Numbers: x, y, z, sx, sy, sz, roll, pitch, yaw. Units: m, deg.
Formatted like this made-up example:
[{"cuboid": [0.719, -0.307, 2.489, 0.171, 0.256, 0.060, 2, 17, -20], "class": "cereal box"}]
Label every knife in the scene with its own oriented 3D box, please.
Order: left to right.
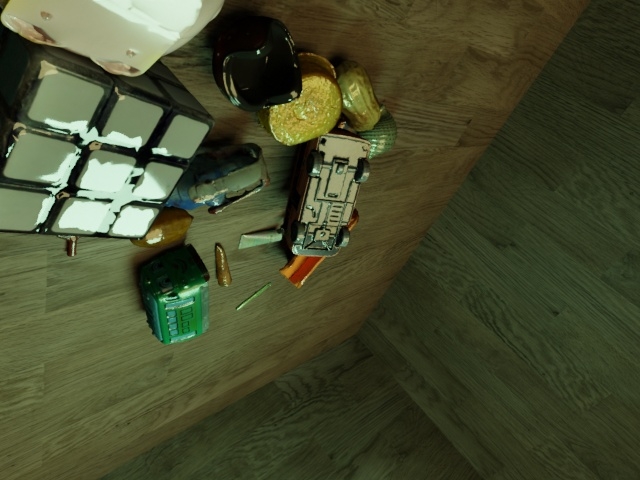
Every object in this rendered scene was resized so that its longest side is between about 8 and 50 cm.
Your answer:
[{"cuboid": [-0.314, 0.265, 1.942, 0.207, 0.014, 0.030, -38, 152, -15], "class": "knife"}]

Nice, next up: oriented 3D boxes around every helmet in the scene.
[{"cuboid": [-0.148, -0.409, 0.957, 0.216, 0.193, 0.189, -51, 148, -3], "class": "helmet"}]

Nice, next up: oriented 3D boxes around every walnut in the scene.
[{"cuboid": [-0.452, -0.041, 1.181, 0.207, 0.115, 0.116, -28, 151, -45], "class": "walnut"}]

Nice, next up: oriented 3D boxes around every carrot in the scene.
[{"cuboid": [-0.372, 0.087, 1.558, 0.057, 0.057, 0.224, -29, 146, -29], "class": "carrot"}]

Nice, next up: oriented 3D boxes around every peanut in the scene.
[{"cuboid": [0.117, -0.451, 1.331, 0.147, 0.147, 0.305, -46, 149, 3], "class": "peanut"}]

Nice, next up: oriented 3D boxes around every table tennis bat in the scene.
[{"cuboid": [-0.628, -0.021, 1.047, 0.098, 0.019, 0.155, -15, 139, -47], "class": "table tennis bat"}]

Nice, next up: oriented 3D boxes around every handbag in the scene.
[{"cuboid": [0.000, 0.000, 1.778, 0.410, 0.116, 0.303, -49, -176, 9], "class": "handbag"}]

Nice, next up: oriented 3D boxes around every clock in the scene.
[{"cuboid": [-0.269, -0.448, 0.505, 0.250, 0.377, 0.368, -21, 167, 30], "class": "clock"}]

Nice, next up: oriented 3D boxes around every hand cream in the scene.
[{"cuboid": [-0.236, -0.009, 1.617, 0.174, 0.047, 0.076, -13, 142, -34], "class": "hand cream"}]

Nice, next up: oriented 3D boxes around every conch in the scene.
[{"cuboid": [0.232, -0.407, 1.590, 0.172, 0.131, 0.200, -8, 138, -50], "class": "conch"}]

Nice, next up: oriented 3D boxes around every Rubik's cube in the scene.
[{"cuboid": [-0.430, -0.211, 0.715, 0.301, 0.305, 0.303, -51, 156, 19], "class": "Rubik's cube"}]

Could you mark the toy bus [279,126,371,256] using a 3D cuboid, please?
[{"cuboid": [0.002, -0.168, 1.402, 0.202, 0.233, 0.427, 4, 117, -23], "class": "toy bus"}]

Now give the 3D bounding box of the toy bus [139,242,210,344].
[{"cuboid": [-0.489, 0.194, 1.388, 0.199, 0.184, 0.344, -20, 145, -30], "class": "toy bus"}]

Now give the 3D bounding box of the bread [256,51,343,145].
[{"cuboid": [-0.061, -0.390, 1.150, 0.268, 0.146, 0.269, -19, 142, -16], "class": "bread"}]

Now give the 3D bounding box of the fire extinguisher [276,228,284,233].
[{"cuboid": [-0.006, -0.141, 1.645, 0.376, 0.113, 0.200, -40, 155, 5], "class": "fire extinguisher"}]

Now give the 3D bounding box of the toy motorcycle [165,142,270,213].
[{"cuboid": [-0.294, -0.177, 1.104, 0.319, 0.182, 0.241, -28, 177, -31], "class": "toy motorcycle"}]

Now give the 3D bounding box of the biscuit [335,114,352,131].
[{"cuboid": [0.043, -0.341, 1.531, 0.183, 0.043, 0.280, -6, 133, -48], "class": "biscuit"}]
